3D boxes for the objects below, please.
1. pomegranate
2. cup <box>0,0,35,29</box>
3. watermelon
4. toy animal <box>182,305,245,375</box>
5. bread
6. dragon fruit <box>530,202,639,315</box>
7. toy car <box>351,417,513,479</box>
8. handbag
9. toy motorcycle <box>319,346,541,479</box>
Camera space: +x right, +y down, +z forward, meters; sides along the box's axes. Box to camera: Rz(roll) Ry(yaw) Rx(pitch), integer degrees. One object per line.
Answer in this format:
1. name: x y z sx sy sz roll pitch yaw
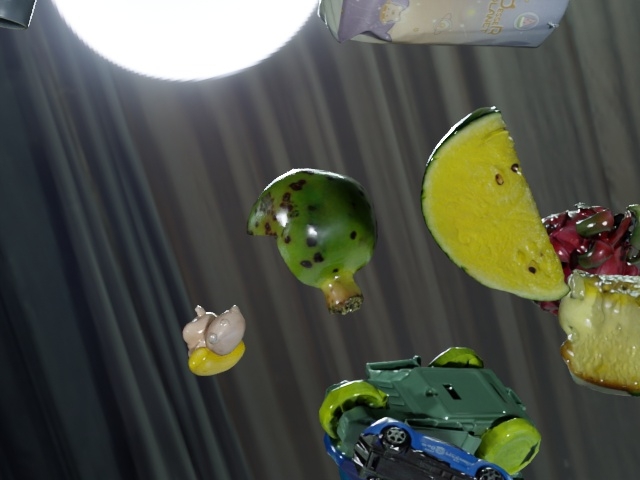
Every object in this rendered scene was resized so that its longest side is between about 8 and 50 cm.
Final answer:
1. pomegranate: 0.007 -0.011 1.226 0.143 0.169 0.122 8 -52 -53
2. cup: -0.311 -0.254 1.096 0.078 0.077 0.100 11 -2 -27
3. watermelon: 0.130 -0.023 0.930 0.075 0.181 0.092 -34 29 -17
4. toy animal: -0.154 0.130 1.514 0.091 0.114 0.082 -31 62 -30
5. bread: 0.464 0.131 1.609 0.133 0.174 0.252 -2 2 -26
6. dragon fruit: 0.438 0.033 1.888 0.218 0.198 0.273 26 -7 1
7. toy car: 0.145 0.281 1.349 0.216 0.103 0.063 21 42 8
8. handbag: 0.093 -0.182 0.720 0.173 0.117 0.095 -1 35 -18
9. toy motorcycle: 0.127 0.277 1.577 0.327 0.199 0.191 3 33 -30
